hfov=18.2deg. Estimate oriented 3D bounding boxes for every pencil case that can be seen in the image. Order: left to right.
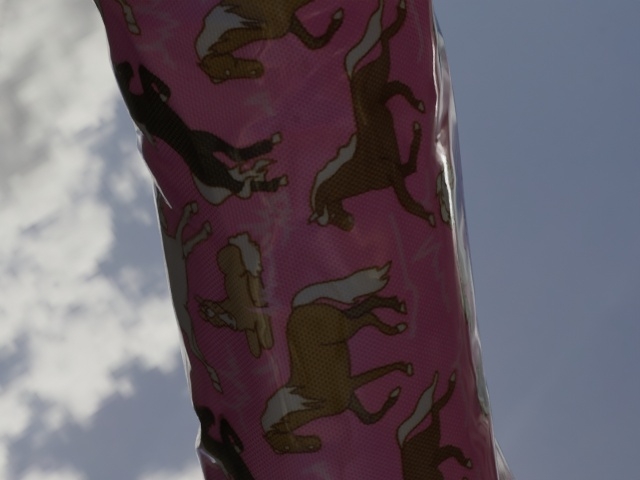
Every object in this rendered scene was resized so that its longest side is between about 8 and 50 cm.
[{"bbox_3d":[0.000,0.000,0.862,0.160,0.386,0.167,-26,-150,-27],"label":"pencil case"}]
